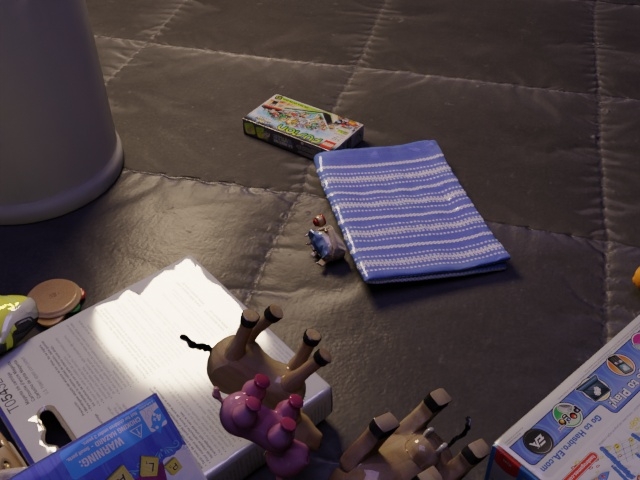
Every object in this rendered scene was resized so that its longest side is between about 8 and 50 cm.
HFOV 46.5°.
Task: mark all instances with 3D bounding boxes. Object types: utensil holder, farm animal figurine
[{"bbox_3d":[-0.524,-0.275,1.233,0.327,0.385,0.327,0,40,0],"label":"utensil holder"},{"bbox_3d":[0.024,0.242,0.775,0.327,0.172,0.330,9,41,-36],"label":"farm animal figurine"}]

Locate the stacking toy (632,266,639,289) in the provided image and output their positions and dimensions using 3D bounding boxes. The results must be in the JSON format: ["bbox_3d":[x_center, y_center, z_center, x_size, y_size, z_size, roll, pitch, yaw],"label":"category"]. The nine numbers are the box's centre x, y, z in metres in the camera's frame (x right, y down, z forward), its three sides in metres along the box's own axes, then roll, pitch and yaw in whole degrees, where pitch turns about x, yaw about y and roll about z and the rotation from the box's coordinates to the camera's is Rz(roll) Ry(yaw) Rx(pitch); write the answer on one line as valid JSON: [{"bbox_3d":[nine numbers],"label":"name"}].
[{"bbox_3d":[0.607,0.049,1.063,0.302,0.175,0.166,-3,39,17],"label":"stacking toy"}]

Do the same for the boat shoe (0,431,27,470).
[{"bbox_3d":[-0.371,0.279,0.798,0.121,0.110,0.341,-29,51,-30],"label":"boat shoe"}]

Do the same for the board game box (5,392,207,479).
[{"bbox_3d":[-0.203,0.350,0.640,0.319,0.066,0.318,-29,80,-29],"label":"board game box"}]

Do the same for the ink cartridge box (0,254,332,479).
[{"bbox_3d":[-0.210,0.191,0.937,0.330,0.071,0.324,-31,49,-26],"label":"ink cartridge box"}]

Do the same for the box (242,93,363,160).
[{"bbox_3d":[-0.034,-0.213,1.426,0.207,0.036,0.114,23,46,25],"label":"box"}]

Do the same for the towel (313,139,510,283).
[{"bbox_3d":[0.139,-0.060,1.234,0.243,0.040,0.336,-6,41,-13],"label":"towel"}]

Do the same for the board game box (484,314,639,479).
[{"bbox_3d":[0.402,0.264,0.838,0.308,0.086,0.302,-29,49,-29],"label":"board game box"}]

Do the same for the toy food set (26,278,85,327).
[{"bbox_3d":[-0.389,0.087,1.091,0.083,0.020,0.082,30,49,30],"label":"toy food set"}]

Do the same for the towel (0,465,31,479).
[{"bbox_3d":[-0.337,0.359,0.682,0.187,0.049,0.282,-6,68,-3],"label":"towel"}]

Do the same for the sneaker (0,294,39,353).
[{"bbox_3d":[-0.562,0.109,0.940,0.385,0.147,0.145,-10,8,-14],"label":"sneaker"}]

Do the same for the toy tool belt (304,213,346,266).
[{"bbox_3d":[0.000,0.000,1.166,0.051,0.052,0.083,-26,66,-19],"label":"toy tool belt"}]
